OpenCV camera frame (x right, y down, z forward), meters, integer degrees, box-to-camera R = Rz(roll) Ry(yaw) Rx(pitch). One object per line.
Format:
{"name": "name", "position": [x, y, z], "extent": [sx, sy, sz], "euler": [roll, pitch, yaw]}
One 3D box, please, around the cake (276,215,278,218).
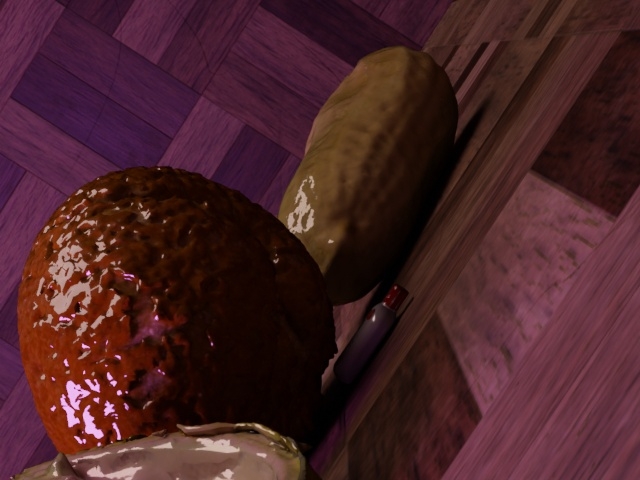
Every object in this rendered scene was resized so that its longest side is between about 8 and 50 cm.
{"name": "cake", "position": [0.003, -0.003, 1.770], "extent": [0.080, 0.116, 0.185], "euler": [-54, -1, 18]}

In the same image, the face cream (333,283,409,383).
{"name": "face cream", "position": [0.039, 0.070, 1.248], "extent": [0.083, 0.021, 0.040], "euler": [-56, 2, 11]}

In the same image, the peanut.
{"name": "peanut", "position": [0.043, -0.058, 1.535], "extent": [0.147, 0.147, 0.319], "euler": [-54, 10, 47]}

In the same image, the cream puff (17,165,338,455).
{"name": "cream puff", "position": [-0.098, 0.077, 1.269], "extent": [0.212, 0.303, 0.303], "euler": [-15, 16, 14]}

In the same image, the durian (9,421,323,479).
{"name": "durian", "position": [-0.084, 0.184, 0.971], "extent": [0.195, 0.185, 0.305], "euler": [-38, 8, 2]}
